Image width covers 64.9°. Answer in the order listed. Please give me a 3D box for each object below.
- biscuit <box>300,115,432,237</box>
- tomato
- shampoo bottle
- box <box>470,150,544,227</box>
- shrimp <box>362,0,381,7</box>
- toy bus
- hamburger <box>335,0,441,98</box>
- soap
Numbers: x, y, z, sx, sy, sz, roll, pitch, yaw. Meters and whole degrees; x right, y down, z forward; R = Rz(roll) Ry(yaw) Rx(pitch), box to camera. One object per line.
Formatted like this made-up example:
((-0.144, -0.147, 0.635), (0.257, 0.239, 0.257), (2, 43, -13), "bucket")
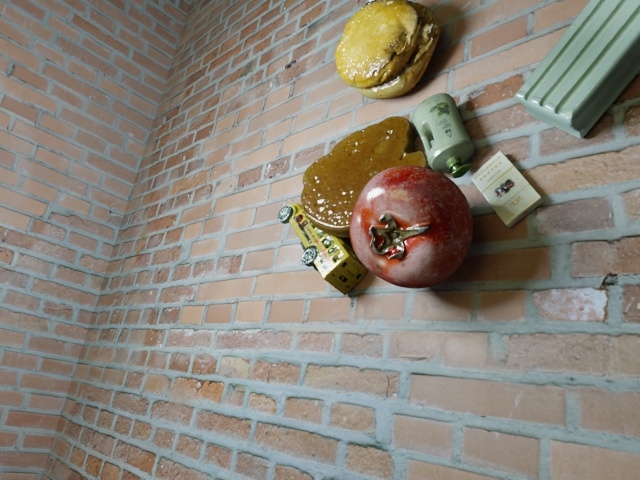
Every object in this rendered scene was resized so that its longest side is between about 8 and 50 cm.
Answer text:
((0.122, -0.175, 1.350), (0.381, 0.074, 0.358), (-48, 49, -10), "biscuit")
((0.205, -0.031, 1.106), (0.270, 0.227, 0.271), (12, 110, 34), "tomato")
((0.304, -0.246, 1.230), (0.118, 0.087, 0.235), (-32, 49, 28), "shampoo bottle")
((0.403, -0.114, 1.100), (0.090, 0.024, 0.167), (-43, 43, 23), "box")
((0.257, -0.806, 1.555), (0.342, 0.116, 0.145), (-22, 53, 32), "shrimp")
((0.000, 0.000, 1.409), (0.123, 0.121, 0.336), (-43, 43, 11), "toy bus")
((0.196, -0.553, 1.448), (0.314, 0.170, 0.290), (32, 97, 49), "hamburger")
((0.550, -0.360, 1.021), (0.266, 0.087, 0.160), (-53, 40, 12), "soap")
